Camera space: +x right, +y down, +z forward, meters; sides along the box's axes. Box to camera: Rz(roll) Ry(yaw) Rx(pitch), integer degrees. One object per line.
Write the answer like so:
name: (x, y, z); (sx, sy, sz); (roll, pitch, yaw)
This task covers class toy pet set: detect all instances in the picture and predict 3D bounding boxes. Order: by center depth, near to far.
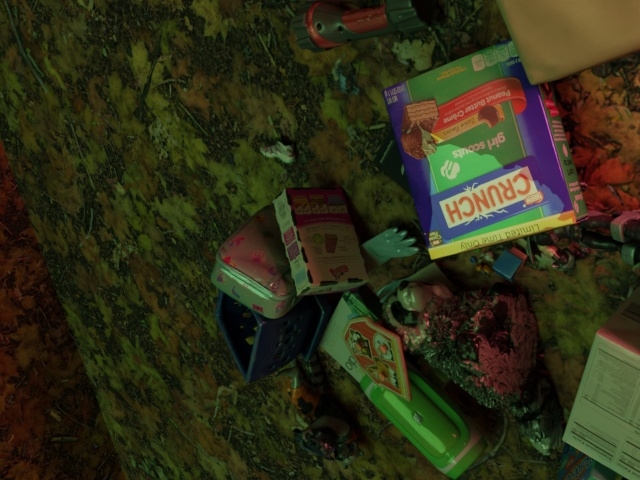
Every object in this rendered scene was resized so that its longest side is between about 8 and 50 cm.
toy pet set: (0.343, 0.038, 1.654); (0.114, 0.065, 0.122); (35, 136, 25)

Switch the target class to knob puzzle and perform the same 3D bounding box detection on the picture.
knob puzzle: (0.106, 0.243, 1.777); (0.213, 0.030, 0.213); (38, 146, 32)

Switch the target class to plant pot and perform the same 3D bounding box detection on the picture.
plant pot: (-0.114, 0.178, 2.067); (0.236, 0.212, 0.236); (60, 147, 37)

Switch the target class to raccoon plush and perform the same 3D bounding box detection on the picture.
raccoon plush: (0.288, 0.268, 1.745); (0.299, 0.216, 0.447); (-2, 113, 48)

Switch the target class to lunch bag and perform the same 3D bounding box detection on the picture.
lunch bag: (-0.100, 0.044, 1.952); (0.224, 0.279, 0.108); (30, 134, 14)

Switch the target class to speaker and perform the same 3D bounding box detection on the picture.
speaker: (0.229, 0.388, 1.865); (0.296, 0.131, 0.131); (44, 138, 15)

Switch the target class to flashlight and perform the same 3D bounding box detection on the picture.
flashlight: (0.079, -0.430, 1.596); (0.304, 0.103, 0.103); (1, 112, 47)

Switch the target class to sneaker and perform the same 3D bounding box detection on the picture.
sneaker: (-0.100, -0.227, 1.962); (0.098, 0.038, 0.069); (18, 125, 26)

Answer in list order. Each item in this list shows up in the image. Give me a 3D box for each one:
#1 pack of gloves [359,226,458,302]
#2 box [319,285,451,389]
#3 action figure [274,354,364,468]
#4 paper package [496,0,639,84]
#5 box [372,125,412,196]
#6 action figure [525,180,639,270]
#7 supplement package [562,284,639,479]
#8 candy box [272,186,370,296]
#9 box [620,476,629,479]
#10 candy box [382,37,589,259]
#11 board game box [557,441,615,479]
pack of gloves: (0.178, 0.060, 1.871); (0.195, 0.046, 0.232); (48, 141, -10)
box: (0.153, 0.280, 2.011); (0.322, 0.058, 0.232); (41, 138, 16)
action figure: (0.006, 0.456, 2.192); (0.330, 0.178, 0.341); (56, 165, -6)
paper package: (0.417, -0.425, 1.202); (0.324, 0.168, 0.310); (-14, 104, 48)
box: (0.227, -0.158, 1.613); (0.207, 0.108, 0.153); (45, 138, 16)
action figure: (0.464, -0.021, 1.475); (0.285, 0.099, 0.185); (16, 132, 44)
supplement package: (0.578, 0.256, 1.449); (0.198, 0.199, 0.263); (28, 132, 31)
candy box: (0.000, 0.000, 1.848); (0.071, 0.159, 0.234); (-41, 59, 50)
box: (0.683, 0.485, 1.457); (0.307, 0.242, 0.077); (25, 130, 33)
candy box: (0.279, -0.150, 1.426); (0.268, 0.122, 0.317); (-17, 90, 32)
board game box: (0.517, 0.416, 1.606); (0.047, 0.210, 0.160); (27, 134, 3)
